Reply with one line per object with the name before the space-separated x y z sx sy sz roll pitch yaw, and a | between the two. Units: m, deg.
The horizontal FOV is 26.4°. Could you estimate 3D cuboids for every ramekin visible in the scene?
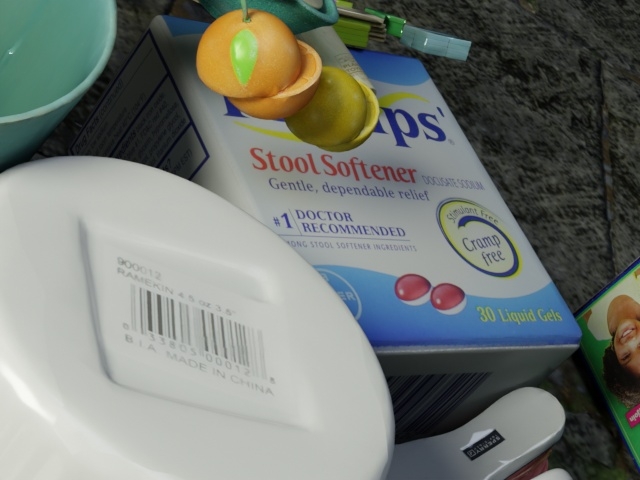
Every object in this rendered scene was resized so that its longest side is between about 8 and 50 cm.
ramekin | -0.095 0.084 0.699 0.277 0.135 0.277 27 31 -18

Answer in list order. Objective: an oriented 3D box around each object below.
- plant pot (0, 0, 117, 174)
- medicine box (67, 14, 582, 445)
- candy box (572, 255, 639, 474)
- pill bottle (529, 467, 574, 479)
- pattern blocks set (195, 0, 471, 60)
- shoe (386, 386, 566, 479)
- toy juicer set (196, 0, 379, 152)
plant pot | -0.295 -0.095 0.746 0.293 0.235 0.293 25 39 -22
medicine box | 0.000 0.000 0.990 0.263 0.149 0.289 2 50 -42
candy box | 0.397 0.178 1.186 0.268 0.122 0.317 10 44 -38
pill bottle | 0.171 0.256 0.900 0.112 0.112 0.186 -12 60 -48
pattern blocks set | -0.048 -0.206 1.150 0.325 0.026 0.285 4 17 -38
shoe | 0.095 0.173 0.966 0.178 0.081 0.063 -25 54 -21
toy juicer set | -0.017 -0.157 0.878 0.209 0.089 0.329 51 17 4
